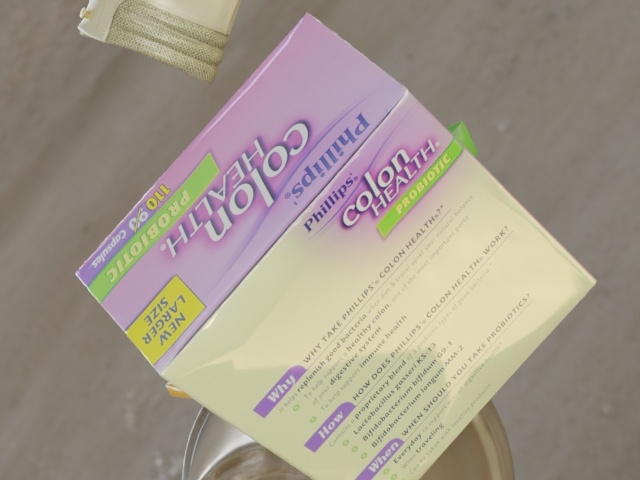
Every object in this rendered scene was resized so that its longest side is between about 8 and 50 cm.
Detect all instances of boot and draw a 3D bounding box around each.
[{"bbox_3d":[-0.156,-0.258,1.450,0.203,0.262,0.095,-64,-10,11],"label":"boot"}]

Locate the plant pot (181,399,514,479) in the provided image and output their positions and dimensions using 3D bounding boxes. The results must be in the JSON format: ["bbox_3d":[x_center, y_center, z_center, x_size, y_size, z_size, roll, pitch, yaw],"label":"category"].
[{"bbox_3d":[-0.001,0.249,1.683,0.323,0.323,0.280,-40,-4,14],"label":"plant pot"}]

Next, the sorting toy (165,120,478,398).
[{"bbox_3d":[0.000,0.000,1.439,0.196,0.047,0.348,-9,29,39],"label":"sorting toy"}]

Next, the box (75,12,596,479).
[{"bbox_3d":[0.015,0.023,1.149,0.213,0.243,0.117,-49,45,2],"label":"box"}]
